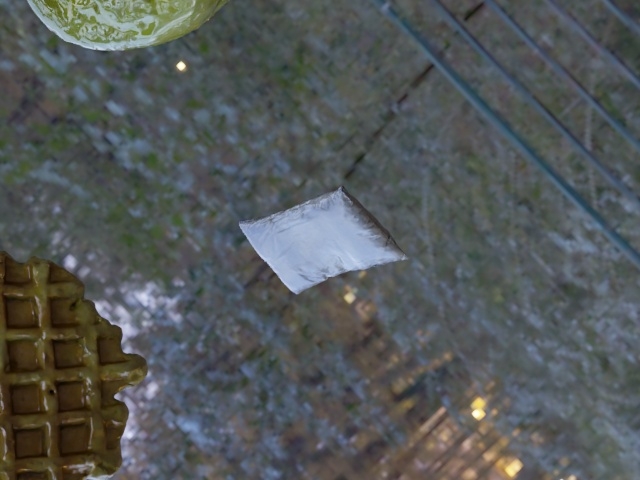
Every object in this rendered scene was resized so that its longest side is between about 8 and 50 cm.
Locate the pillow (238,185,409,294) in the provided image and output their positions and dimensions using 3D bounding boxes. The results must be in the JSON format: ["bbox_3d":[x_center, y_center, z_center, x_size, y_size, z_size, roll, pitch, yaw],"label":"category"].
[{"bbox_3d":[0.000,0.000,1.599,0.148,0.050,0.230,41,142,-26],"label":"pillow"}]

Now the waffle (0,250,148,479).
[{"bbox_3d":[-0.333,0.158,1.130,0.307,0.311,0.060,34,155,-15],"label":"waffle"}]

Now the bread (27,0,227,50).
[{"bbox_3d":[-0.256,-0.447,1.648,0.348,0.348,0.307,46,-154,-18],"label":"bread"}]
